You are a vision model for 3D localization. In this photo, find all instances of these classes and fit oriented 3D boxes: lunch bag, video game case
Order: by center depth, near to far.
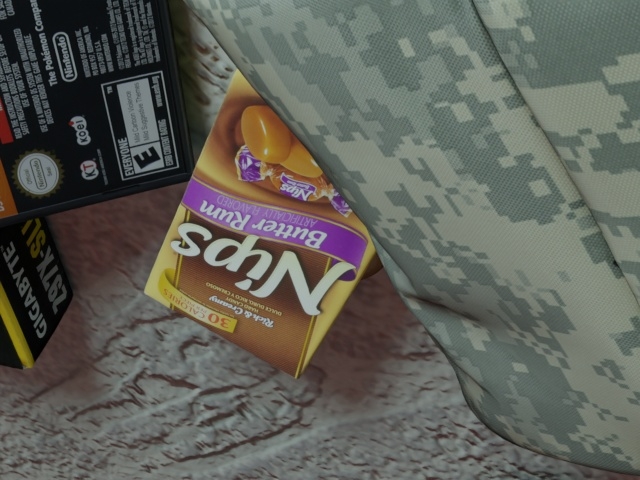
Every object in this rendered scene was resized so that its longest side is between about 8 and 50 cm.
[{"bbox_3d":[0.107,-0.055,0.487,0.256,0.212,0.305,-12,127,35],"label":"lunch bag"},{"bbox_3d":[-0.200,-0.107,0.617,0.248,0.035,0.274,-15,138,-10],"label":"video game case"}]

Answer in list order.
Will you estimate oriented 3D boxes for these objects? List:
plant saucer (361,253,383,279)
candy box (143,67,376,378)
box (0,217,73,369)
[{"bbox_3d":[0.000,0.000,0.753,0.083,0.015,0.083,14,139,13],"label":"plant saucer"},{"bbox_3d":[-0.019,-0.015,0.698,0.109,0.053,0.186,29,134,1],"label":"candy box"},{"bbox_3d":[-0.346,-0.047,0.829,0.322,0.079,0.257,9,139,17],"label":"box"}]
